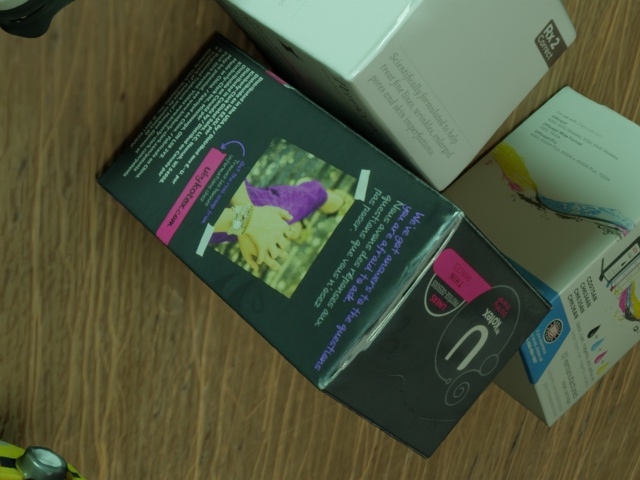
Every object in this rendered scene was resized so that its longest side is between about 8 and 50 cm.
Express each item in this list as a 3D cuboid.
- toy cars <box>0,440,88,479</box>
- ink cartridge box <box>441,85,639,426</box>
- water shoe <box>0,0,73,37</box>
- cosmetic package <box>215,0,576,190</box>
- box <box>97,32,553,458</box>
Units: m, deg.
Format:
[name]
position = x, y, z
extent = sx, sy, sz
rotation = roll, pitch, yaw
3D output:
[toy cars]
position = -0.353, 0.217, 0.903
extent = 0.394, 0.087, 0.176
rotation = -24, 130, -24
[ink cartridge box]
position = 0.222, 0.012, 1.222
extent = 0.233, 0.168, 0.171
rotation = -41, 140, -13
[water shoe]
position = -0.130, -0.207, 0.802
extent = 0.203, 0.073, 0.080
rotation = -39, 162, -8
[cosmetic package]
position = 0.043, -0.162, 0.896
extent = 0.151, 0.184, 0.151
rotation = -49, 141, -2
[box]
position = 0.000, 0.000, 0.915
extent = 0.143, 0.270, 0.165
rotation = -50, 142, 1
